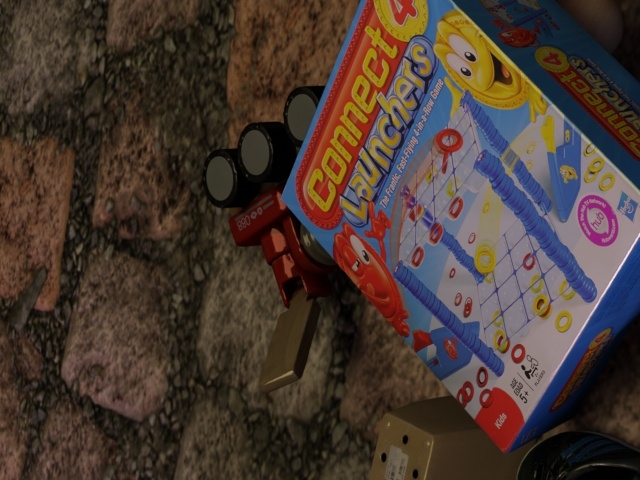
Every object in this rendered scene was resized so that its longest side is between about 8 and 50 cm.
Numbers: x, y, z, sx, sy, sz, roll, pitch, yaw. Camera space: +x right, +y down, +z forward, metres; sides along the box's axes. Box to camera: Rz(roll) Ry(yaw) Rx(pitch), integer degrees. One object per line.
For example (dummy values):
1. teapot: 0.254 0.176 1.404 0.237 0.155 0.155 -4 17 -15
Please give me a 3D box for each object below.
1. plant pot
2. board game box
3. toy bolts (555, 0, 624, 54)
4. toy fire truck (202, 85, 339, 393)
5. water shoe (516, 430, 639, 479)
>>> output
1. plant pot: 0.104 0.193 1.663 0.109 0.096 0.109 21 101 53
2. board game box: 0.129 -0.042 1.537 0.302 0.086 0.308 48 140 23
3. toy bolts: 0.164 -0.233 1.570 0.158 0.218 0.229 171 97 -67
4. toy fire truck: 0.000 0.000 1.819 0.217 0.158 0.246 -33 70 47
5. water shoe: 0.209 0.185 1.530 0.203 0.080 0.073 -1 82 54
